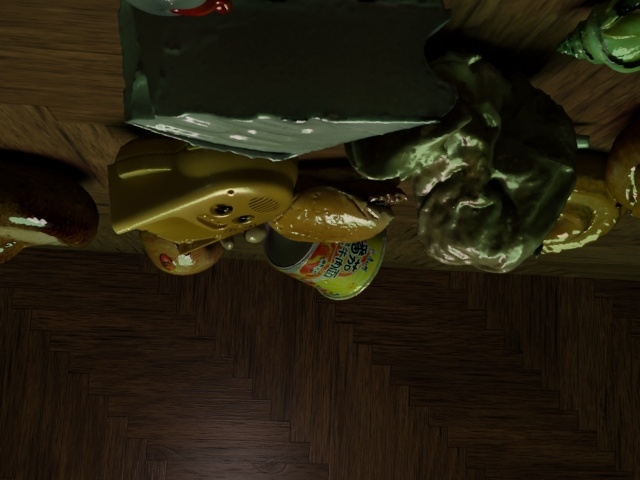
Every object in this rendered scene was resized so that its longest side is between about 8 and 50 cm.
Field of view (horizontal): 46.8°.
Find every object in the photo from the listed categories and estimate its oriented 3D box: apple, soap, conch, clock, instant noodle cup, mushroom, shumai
[{"bbox_3d":[-0.340,-0.018,1.833,0.187,0.211,0.211,-2,170,28],"label":"apple"},{"bbox_3d":[-0.049,-0.197,0.798,0.257,0.159,0.302,12,165,-39],"label":"soap"},{"bbox_3d":[0.336,-0.226,0.754,0.094,0.080,0.200,24,143,-33],"label":"conch"},{"bbox_3d":[-0.189,-0.108,1.321,0.316,0.201,0.244,-11,164,25],"label":"clock"},{"bbox_3d":[0.000,0.000,1.783,0.264,0.265,0.200,-6,161,44],"label":"instant noodle cup"},{"bbox_3d":[-0.658,-0.074,1.630,0.344,0.239,0.345,-11,-172,2],"label":"mushroom"},{"bbox_3d":[0.150,-0.127,0.974,0.262,0.267,0.314,25,-158,-19],"label":"shumai"}]

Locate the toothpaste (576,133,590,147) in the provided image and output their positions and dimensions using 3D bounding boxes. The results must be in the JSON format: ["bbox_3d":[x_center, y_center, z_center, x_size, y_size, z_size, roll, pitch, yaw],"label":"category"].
[{"bbox_3d":[0.307,-0.167,1.229,0.268,0.047,0.069,3,-170,13],"label":"toothpaste"}]

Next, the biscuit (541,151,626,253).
[{"bbox_3d":[0.449,-0.060,1.446,0.296,0.102,0.296,-1,149,-1],"label":"biscuit"}]

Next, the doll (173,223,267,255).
[{"bbox_3d":[-0.245,-0.071,1.564,0.255,0.196,0.152,-2,155,-16],"label":"doll"}]

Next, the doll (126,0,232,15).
[{"bbox_3d":[-0.182,-0.262,0.662,0.245,0.076,0.142,14,167,-37],"label":"doll"}]

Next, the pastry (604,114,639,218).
[{"bbox_3d":[0.612,-0.114,1.120,0.355,0.164,0.356,2,168,0],"label":"pastry"}]

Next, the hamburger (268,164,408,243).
[{"bbox_3d":[0.013,-0.083,1.538,0.245,0.156,0.282,13,163,-19],"label":"hamburger"}]
